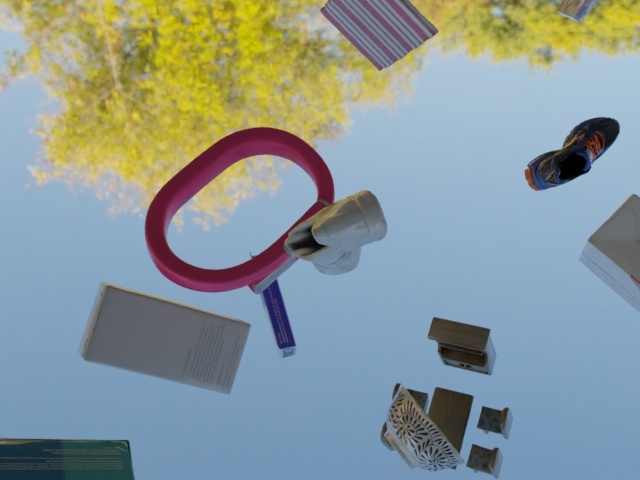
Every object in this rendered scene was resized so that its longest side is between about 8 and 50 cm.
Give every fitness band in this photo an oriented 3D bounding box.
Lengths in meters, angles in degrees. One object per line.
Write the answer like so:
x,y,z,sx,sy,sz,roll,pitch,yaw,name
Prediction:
-0.110,-0.044,1.157,0.209,0.054,0.291,38,-117,18,fitness band

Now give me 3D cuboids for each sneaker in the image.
0.000,0.000,0.937,0.094,0.080,0.212,-21,170,-17,sneaker
0.504,-0.163,1.596,0.221,0.083,0.087,-38,-160,-13,sneaker

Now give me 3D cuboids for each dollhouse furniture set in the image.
0.239,0.287,1.510,0.212,0.161,0.242,10,-112,22,dollhouse furniture set

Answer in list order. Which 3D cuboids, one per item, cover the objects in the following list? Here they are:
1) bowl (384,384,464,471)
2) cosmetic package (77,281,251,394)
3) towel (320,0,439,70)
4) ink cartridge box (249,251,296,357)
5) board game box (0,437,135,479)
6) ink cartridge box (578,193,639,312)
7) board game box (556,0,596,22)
0.162,0.337,1.413,0.080,0.170,0.170,-38,-142,-5,bowl
-0.233,0.147,1.243,0.231,0.117,0.085,19,174,-22,cosmetic package
0.088,-0.343,1.271,0.029,0.144,0.197,-52,-166,-17,towel
-0.098,0.136,1.733,0.045,0.206,0.208,-17,167,-5,ink cartridge box
-0.279,0.312,0.725,0.254,0.079,0.336,8,-155,-25,board game box
0.334,0.028,0.851,0.115,0.067,0.198,44,-175,16,ink cartridge box
0.470,-0.439,1.474,0.020,0.090,0.090,29,-161,-16,board game box
